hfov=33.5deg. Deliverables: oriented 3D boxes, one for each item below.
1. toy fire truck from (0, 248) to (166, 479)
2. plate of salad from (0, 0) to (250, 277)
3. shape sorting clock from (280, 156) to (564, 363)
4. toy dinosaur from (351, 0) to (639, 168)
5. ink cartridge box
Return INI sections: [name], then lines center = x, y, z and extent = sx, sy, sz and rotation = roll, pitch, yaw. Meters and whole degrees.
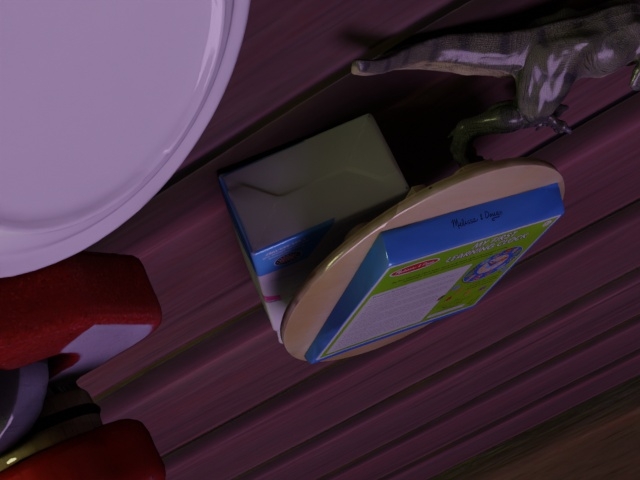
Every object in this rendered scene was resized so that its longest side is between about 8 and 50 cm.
[toy fire truck]
center = -0.233, 0.095, 0.496
extent = 0.302, 0.169, 0.254
rotation = -30, 168, 16
[plate of salad]
center = -0.103, -0.076, 0.408
extent = 0.200, 0.048, 0.199
rotation = -38, 147, -30
[shape sorting clock]
center = 0.065, 0.014, 0.682
extent = 0.206, 0.040, 0.206
rotation = -25, 159, -10
[toy dinosaur]
center = 0.130, -0.096, 0.644
extent = 0.268, 0.064, 0.118
rotation = -12, 150, -18
[ink cartridge box]
center = 0.000, 0.000, 0.716
extent = 0.104, 0.061, 0.181
rotation = -23, 157, -7
